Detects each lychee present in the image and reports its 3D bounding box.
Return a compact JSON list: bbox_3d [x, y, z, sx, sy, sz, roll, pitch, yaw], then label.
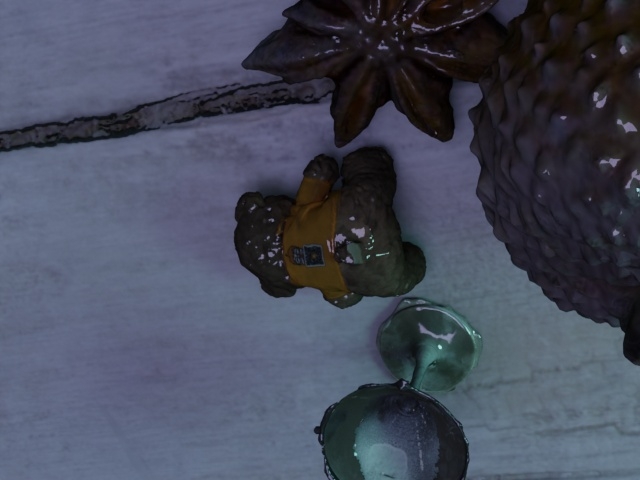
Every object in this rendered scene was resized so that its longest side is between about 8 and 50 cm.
[{"bbox_3d":[0.310,-0.102,1.051,0.380,0.380,0.432,7,72,12],"label":"lychee"}]

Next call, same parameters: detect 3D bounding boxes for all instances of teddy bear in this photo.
[{"bbox_3d":[0.000,0.000,1.321,0.190,0.140,0.177,-6,112,26],"label":"teddy bear"}]

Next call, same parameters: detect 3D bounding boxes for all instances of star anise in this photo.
[{"bbox_3d":[0.058,-0.218,1.217,0.315,0.108,0.315,7,129,10],"label":"star anise"}]

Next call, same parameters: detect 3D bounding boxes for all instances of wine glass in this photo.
[{"bbox_3d":[0.096,0.161,1.300,0.156,0.232,0.156,5,114,12],"label":"wine glass"}]
